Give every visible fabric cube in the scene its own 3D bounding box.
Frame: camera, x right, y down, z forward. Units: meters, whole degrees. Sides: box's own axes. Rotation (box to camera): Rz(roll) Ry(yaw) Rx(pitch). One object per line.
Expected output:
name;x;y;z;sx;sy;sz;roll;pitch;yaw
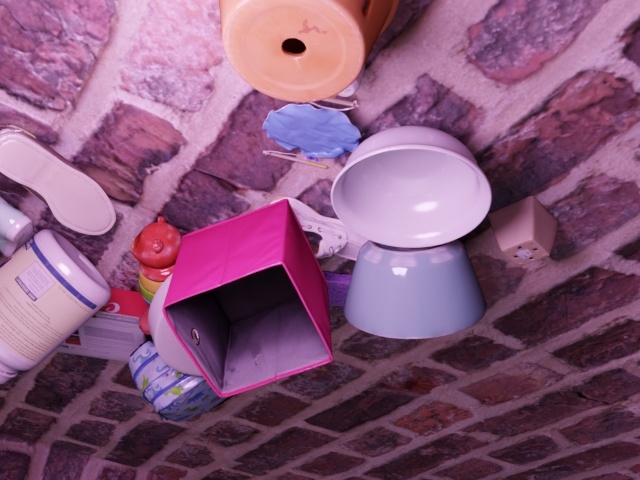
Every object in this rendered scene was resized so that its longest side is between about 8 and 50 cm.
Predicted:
fabric cube;-0.138;0.113;1.453;0.259;0.258;0.254;-20;120;10

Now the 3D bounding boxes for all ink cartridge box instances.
ink cartridge box;-0.620;0.208;1.967;0.309;0.130;0.272;10;143;-4

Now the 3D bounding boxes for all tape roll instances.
tape roll;-0.222;0.176;1.744;0.392;0.072;0.392;-18;137;-18

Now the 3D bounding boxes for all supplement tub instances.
supplement tub;-0.693;0.157;1.701;0.325;0.235;0.235;-42;136;-7

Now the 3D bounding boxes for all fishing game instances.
fishing game;-0.013;-0.211;1.342;0.189;0.041;0.264;11;159;-5

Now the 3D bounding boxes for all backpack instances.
backpack;-0.374;0.370;1.992;0.290;0.273;0.355;-27;139;0

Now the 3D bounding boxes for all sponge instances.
sponge;0.069;0.128;1.821;0.210;0.031;0.117;7;144;2

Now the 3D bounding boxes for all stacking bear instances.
stacking bear;-0.374;0.075;1.726;0.164;0.175;0.289;1;137;3

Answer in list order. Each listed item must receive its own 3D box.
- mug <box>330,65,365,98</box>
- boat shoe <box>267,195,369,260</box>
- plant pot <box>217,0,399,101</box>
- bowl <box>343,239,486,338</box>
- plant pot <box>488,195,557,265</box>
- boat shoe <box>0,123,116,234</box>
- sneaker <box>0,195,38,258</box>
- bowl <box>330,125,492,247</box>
mug;0.043;-0.277;1.232;0.062;0.064;0.078;6;145;0
boat shoe;0.000;0.000;1.597;0.277;0.096;0.098;23;142;-20
plant pot;-0.028;-0.341;1.037;0.291;0.203;0.291;5;145;4
bowl;0.196;0.070;1.533;0.311;0.311;0.163;-2;109;12
plant pot;0.431;-0.011;1.507;0.109;0.096;0.109;-26;133;37
boat shoe;-0.567;-0.128;1.519;0.116;0.097;0.324;-45;135;0
sneaker;-0.756;-0.049;1.688;0.151;0.094;0.256;43;153;-6
bowl;0.173;-0.123;1.365;0.298;0.134;0.298;5;144;3
